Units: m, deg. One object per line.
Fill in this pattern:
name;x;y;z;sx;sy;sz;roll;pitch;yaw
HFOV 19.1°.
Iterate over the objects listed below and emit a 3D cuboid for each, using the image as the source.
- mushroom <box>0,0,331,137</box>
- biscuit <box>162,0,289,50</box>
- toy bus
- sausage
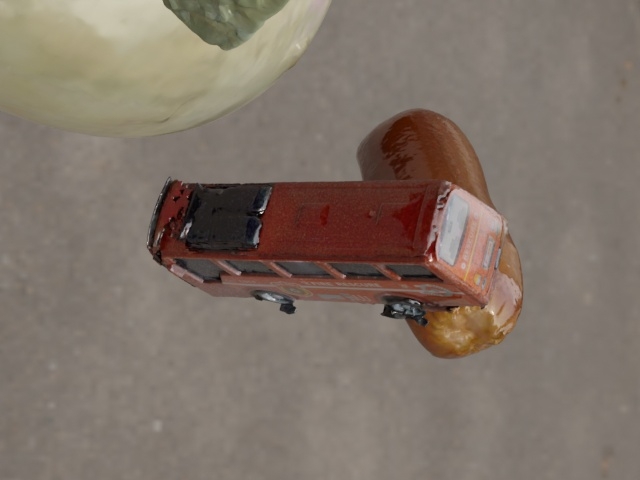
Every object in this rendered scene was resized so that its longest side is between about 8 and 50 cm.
mushroom;-0.103;-0.224;0.900;0.336;0.314;0.314;-60;162;23
biscuit;-0.081;-0.181;0.608;0.252;0.150;0.052;44;54;-11
toy bus;0.000;0.000;1.165;0.096;0.235;0.073;37;63;-48
sausage;0.084;-0.017;1.403;0.083;0.089;0.300;43;16;-29
